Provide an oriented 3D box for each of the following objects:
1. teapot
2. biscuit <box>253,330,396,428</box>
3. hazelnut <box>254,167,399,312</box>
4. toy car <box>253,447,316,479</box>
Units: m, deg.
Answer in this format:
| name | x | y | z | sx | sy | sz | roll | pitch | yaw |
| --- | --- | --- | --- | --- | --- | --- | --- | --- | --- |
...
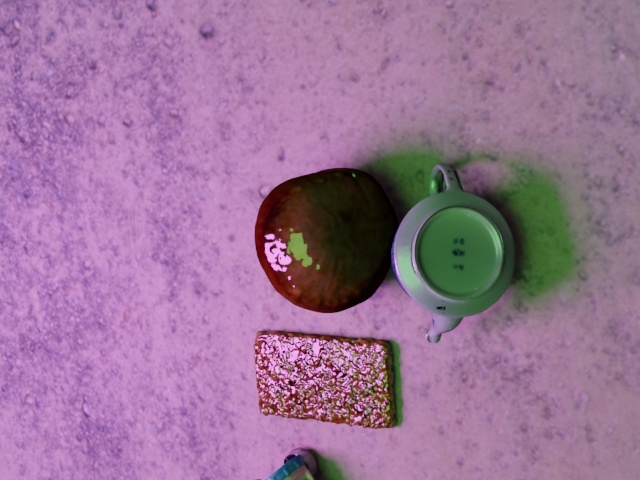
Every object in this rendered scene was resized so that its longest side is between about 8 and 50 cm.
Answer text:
| name | x | y | z | sx | sy | sz | roll | pitch | yaw |
| --- | --- | --- | --- | --- | --- | --- | --- | --- | --- |
| teapot | 0.157 | 0.016 | 1.798 | 0.159 | 0.159 | 0.232 | -1 | 86 | 33 |
| biscuit | 0.002 | 0.196 | 1.989 | 0.230 | 0.025 | 0.131 | 1 | 99 | 32 |
| hazelnut | 0.000 | 0.000 | 1.872 | 0.208 | 0.208 | 0.208 | 6 | 102 | 32 |
| toy car | -0.063 | 0.384 | 2.007 | 0.098 | 0.126 | 0.161 | 47 | 127 | 14 |
